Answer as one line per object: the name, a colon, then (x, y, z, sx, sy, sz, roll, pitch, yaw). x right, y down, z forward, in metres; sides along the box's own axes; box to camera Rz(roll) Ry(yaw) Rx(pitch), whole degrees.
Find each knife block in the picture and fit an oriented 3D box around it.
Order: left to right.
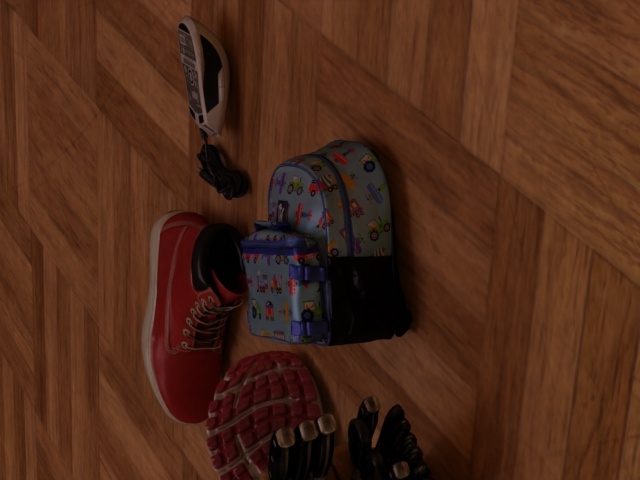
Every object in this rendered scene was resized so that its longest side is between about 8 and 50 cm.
knife block: (-0.011, 0.239, 1.494, 0.275, 0.242, 0.088, -38, 57, 25)

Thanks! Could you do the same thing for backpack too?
backpack: (0.000, 0.000, 1.574, 0.158, 0.117, 0.173, -166, 72, -64)

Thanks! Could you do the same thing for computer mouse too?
computer mouse: (-0.112, -0.145, 1.876, 0.106, 0.042, 0.193, -140, 40, -63)

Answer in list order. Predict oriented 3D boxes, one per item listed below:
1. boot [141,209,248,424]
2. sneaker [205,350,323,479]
boot: (-0.128, 0.096, 1.945, 0.176, 0.088, 0.244, 17, 111, 63)
sneaker: (-0.038, 0.256, 1.767, 0.112, 0.121, 0.299, 56, -157, -69)
